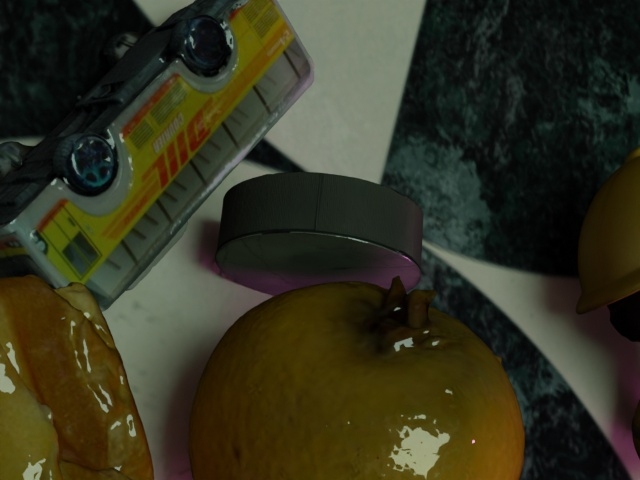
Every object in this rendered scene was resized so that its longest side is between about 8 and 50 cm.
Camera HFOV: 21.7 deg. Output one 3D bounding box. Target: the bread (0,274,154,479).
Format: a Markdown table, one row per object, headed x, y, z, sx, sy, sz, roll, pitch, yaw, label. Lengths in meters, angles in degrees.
| x | y | z | sx | sy | sz | roll | pitch | yaw | label |
| --- | --- | --- | --- | --- | --- | --- | --- | --- | --- |
| -0.153 | 0.190 | 0.863 | 0.148 | 0.195 | 0.344 | -12 | 73 | -42 | bread |

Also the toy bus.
| x | y | z | sx | sy | sz | roll | pitch | yaw | label |
| --- | --- | --- | --- | --- | --- | --- | --- | --- | --- |
| -0.112 | -0.059 | 1.049 | 0.268 | 0.092 | 0.106 | -50 | 118 | -35 | toy bus |

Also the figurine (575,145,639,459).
| x | y | z | sx | sy | sz | roll | pitch | yaw | label |
| --- | --- | --- | --- | --- | --- | --- | --- | --- | --- |
| 0.276 | 0.054 | 1.257 | 0.167 | 0.192 | 0.257 | 0 | 96 | 3 | figurine |

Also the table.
| x | y | z | sx | sy | sz | roll | pitch | yaw | label |
| --- | --- | --- | --- | --- | --- | --- | --- | --- | --- |
| 0.000 | 0.000 | 1.085 | 0.133 | 0.133 | 0.043 | 19 | 66 | -32 | table |

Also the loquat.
| x | y | z | sx | sy | sz | roll | pitch | yaw | label |
| --- | --- | --- | --- | --- | --- | --- | --- | --- | --- |
| 0.024 | 0.124 | 1.025 | 0.208 | 0.208 | 0.208 | 11 | 72 | -34 | loquat |
